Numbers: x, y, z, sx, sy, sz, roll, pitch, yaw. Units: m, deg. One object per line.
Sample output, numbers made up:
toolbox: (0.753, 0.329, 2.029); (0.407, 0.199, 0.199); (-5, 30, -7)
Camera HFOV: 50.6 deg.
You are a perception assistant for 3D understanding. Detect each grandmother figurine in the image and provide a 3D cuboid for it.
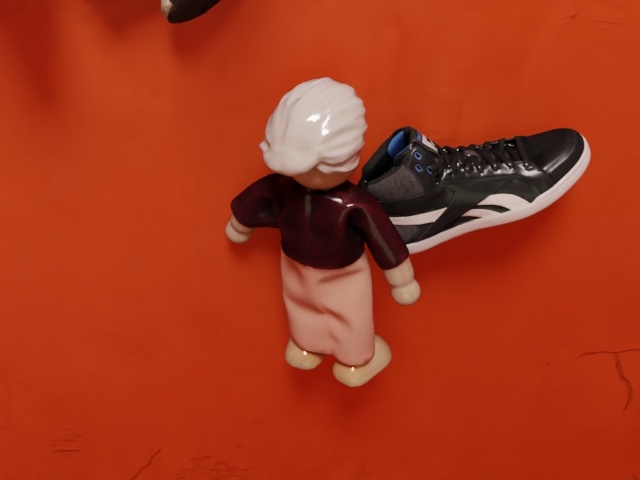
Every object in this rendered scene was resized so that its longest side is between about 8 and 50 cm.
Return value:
grandmother figurine: (0.000, 0.000, 0.661); (0.208, 0.104, 0.342); (9, 135, 12)

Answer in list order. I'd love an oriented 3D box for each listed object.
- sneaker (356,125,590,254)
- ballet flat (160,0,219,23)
sneaker: (0.136, -0.070, 0.638); (0.217, 0.079, 0.121); (-26, 129, 16)
ballet flat: (-0.068, -0.234, 0.501); (0.049, 0.057, 0.173); (48, 118, 8)
